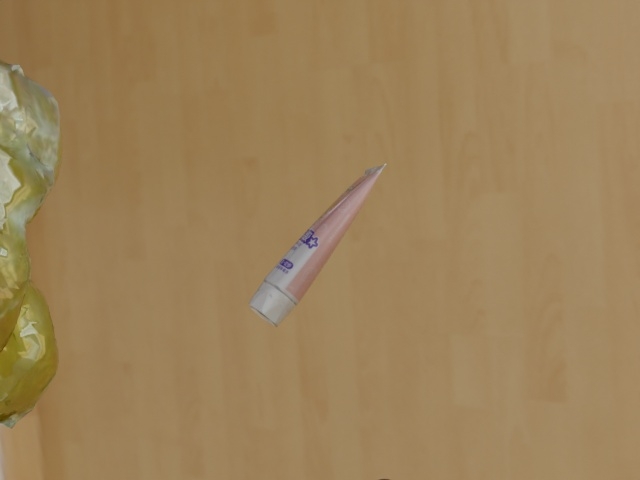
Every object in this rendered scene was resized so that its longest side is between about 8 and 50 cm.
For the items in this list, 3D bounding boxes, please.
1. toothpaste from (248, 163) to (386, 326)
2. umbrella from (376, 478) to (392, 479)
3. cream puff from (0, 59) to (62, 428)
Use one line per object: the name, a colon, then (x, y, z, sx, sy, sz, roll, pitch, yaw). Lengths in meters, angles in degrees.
toothpaste: (0.000, 0.000, 1.331, 0.043, 0.194, 0.067, 39, 169, -10)
umbrella: (0.065, 0.337, 1.401, 0.128, 0.336, 0.154, 29, 118, -6)
cream puff: (-0.345, 0.006, 0.885, 0.275, 0.378, 0.378, -43, 65, 43)
